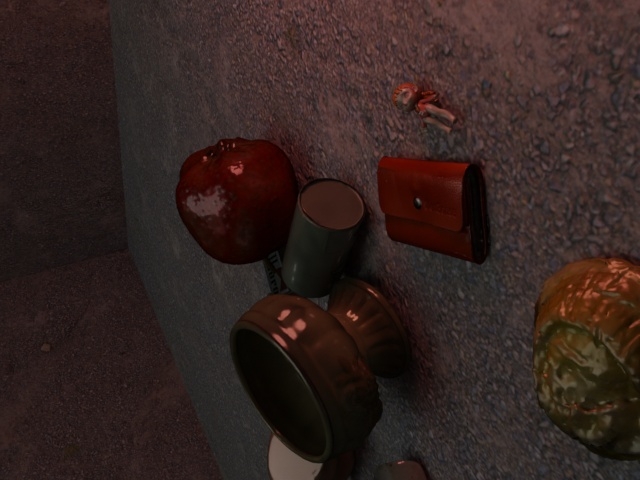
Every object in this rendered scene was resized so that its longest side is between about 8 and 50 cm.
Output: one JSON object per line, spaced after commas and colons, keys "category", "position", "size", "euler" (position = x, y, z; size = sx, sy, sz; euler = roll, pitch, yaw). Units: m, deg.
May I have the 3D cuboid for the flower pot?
{"category": "flower pot", "position": [0.012, 0.212, 1.078], "size": [0.307, 0.244, 0.308], "euler": [35, 141, 34]}

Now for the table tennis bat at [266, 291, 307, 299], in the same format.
{"category": "table tennis bat", "position": [-0.082, 0.168, 1.533], "size": [0.234, 0.022, 0.131], "euler": [9, 112, 61]}

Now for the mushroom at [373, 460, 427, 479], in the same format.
{"category": "mushroom", "position": [0.182, 0.531, 1.140], "size": [0.116, 0.093, 0.225], "euler": [-43, 60, 39]}

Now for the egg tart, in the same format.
{"category": "egg tart", "position": [0.310, 0.140, 0.655], "size": [0.232, 0.098, 0.252], "euler": [48, 141, 35]}

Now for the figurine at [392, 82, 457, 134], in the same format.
{"category": "figurine", "position": [0.148, -0.183, 0.836], "size": [0.109, 0.047, 0.064], "euler": [43, 135, 32]}

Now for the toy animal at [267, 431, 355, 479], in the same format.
{"category": "toy animal", "position": [-0.021, 0.504, 1.407], "size": [0.195, 0.256, 0.213], "euler": [19, 83, 30]}

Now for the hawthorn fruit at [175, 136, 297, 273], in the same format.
{"category": "hawthorn fruit", "position": [-0.164, -0.062, 1.316], "size": [0.287, 0.287, 0.330], "euler": [27, 144, 56]}

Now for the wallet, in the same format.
{"category": "wallet", "position": [0.160, -0.050, 0.888], "size": [0.204, 0.045, 0.142], "euler": [19, 122, 59]}

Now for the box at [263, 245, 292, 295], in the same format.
{"category": "box", "position": [-0.111, 0.049, 1.486], "size": [0.115, 0.035, 0.178], "euler": [-32, 72, 60]}

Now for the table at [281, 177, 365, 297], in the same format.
{"category": "table", "position": [0.000, 0.000, 1.145], "size": [0.126, 0.126, 0.220], "euler": [58, 150, 28]}
